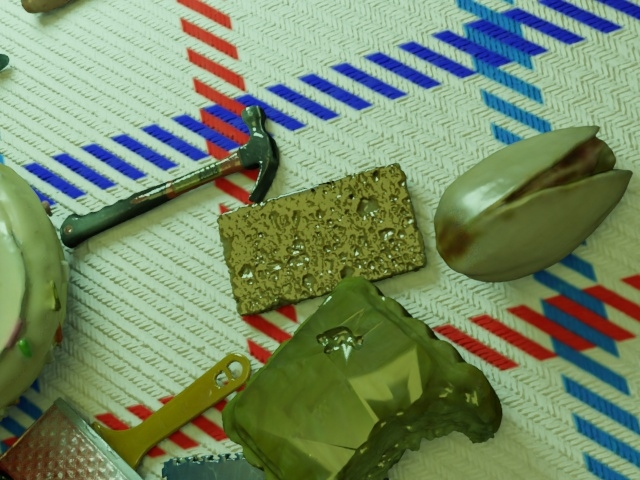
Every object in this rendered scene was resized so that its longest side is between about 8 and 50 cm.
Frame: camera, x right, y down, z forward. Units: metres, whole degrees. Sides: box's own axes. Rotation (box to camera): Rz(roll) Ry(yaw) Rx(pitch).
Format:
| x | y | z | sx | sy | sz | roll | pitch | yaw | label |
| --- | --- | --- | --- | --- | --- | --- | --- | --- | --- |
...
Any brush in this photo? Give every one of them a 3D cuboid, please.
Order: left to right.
| x | y | z | sx | sy | sz | roll | pitch | yaw | label |
| --- | --- | --- | --- | --- | --- | --- | --- | --- | --- |
| -0.190 | 0.216 | 1.178 | 0.272 | 0.013 | 0.103 | -37 | 68 | 8 | brush |

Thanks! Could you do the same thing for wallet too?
| x | y | z | sx | sy | sz | roll | pitch | yaw | label |
| --- | --- | --- | --- | --- | --- | --- | --- | --- | --- |
| -0.271 | 0.275 | 1.159 | 0.196 | 0.020 | 0.103 | 37 | 70 | 23 | wallet |

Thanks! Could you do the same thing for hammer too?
| x | y | z | sx | sy | sz | roll | pitch | yaw | label |
| --- | --- | --- | --- | --- | --- | --- | --- | --- | --- |
| -0.184 | -0.059 | 1.227 | 0.288 | 0.033 | 0.111 | -21 | 74 | 11 | hammer |

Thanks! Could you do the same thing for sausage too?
| x | y | z | sx | sy | sz | roll | pitch | yaw | label |
| --- | --- | --- | --- | --- | --- | --- | --- | --- | --- |
| -0.297 | -0.337 | 1.306 | 0.186 | 0.043 | 0.043 | -21 | 75 | 10 | sausage |

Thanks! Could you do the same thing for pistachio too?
| x | y | z | sx | sy | sz | roll | pitch | yaw | label |
| --- | --- | --- | --- | --- | --- | --- | --- | --- | --- |
| 0.216 | -0.039 | 1.059 | 0.215 | 0.144 | 0.144 | -34 | 73 | -1 | pistachio |

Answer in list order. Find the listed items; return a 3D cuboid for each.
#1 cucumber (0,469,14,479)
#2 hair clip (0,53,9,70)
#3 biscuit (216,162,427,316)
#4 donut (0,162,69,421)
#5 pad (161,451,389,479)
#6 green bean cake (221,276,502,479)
| x | y | z | sx | sy | sz | roll | pitch | yaw | label |
| --- | --- | --- | --- | --- | --- | --- | --- | --- | --- |
| -0.386 | 0.295 | 1.199 | 0.187 | 0.058 | 0.058 | 22 | 86 | 15 | cucumber |
| -0.486 | -0.154 | 1.329 | 0.070 | 0.039 | 0.229 | 30 | 93 | 19 | hair clip |
| 0.000 | 0.000 | 1.164 | 0.231 | 0.025 | 0.131 | -15 | 83 | 11 | biscuit |
| -0.442 | 0.053 | 1.198 | 0.307 | 0.150 | 0.371 | -20 | 74 | 3 | donut |
| -0.046 | 0.363 | 1.119 | 0.269 | 0.012 | 0.269 | -9 | 77 | 13 | pad |
| 0.041 | 0.183 | 1.063 | 0.233 | 0.124 | 0.236 | 41 | 87 | 22 | green bean cake |
